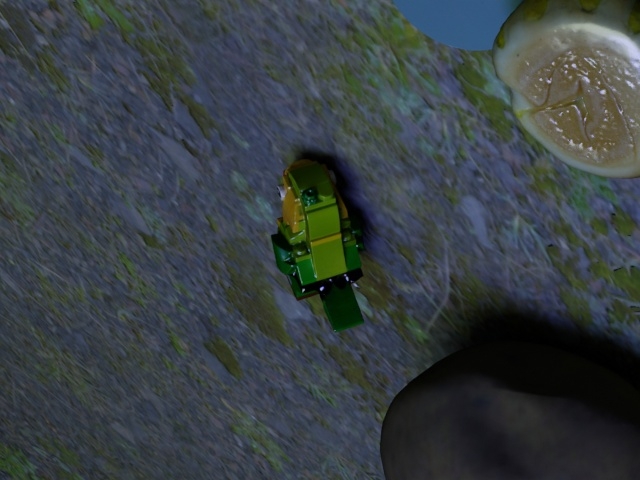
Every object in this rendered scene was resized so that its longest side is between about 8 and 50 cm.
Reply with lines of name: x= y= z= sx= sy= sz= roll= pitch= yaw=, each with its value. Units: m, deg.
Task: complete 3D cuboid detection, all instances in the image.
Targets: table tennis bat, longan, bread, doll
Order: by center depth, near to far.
bread: x=0.270 y=-0.158 z=1.584 sx=0.213 sy=0.105 sz=0.213 roll=21 pitch=140 yaw=19
table tennis bat: x=0.106 y=-0.277 z=1.639 sx=0.153 sy=0.040 sz=0.244 roll=-14 pitch=127 yaw=47
longan: x=0.236 y=0.257 z=1.969 sx=0.350 sy=0.288 sz=0.288 roll=0 pitch=134 yaw=27
doll: x=-0.002 y=-0.004 z=1.987 sx=0.134 sy=0.106 sz=0.186 roll=-124 pitch=20 yaw=-61
